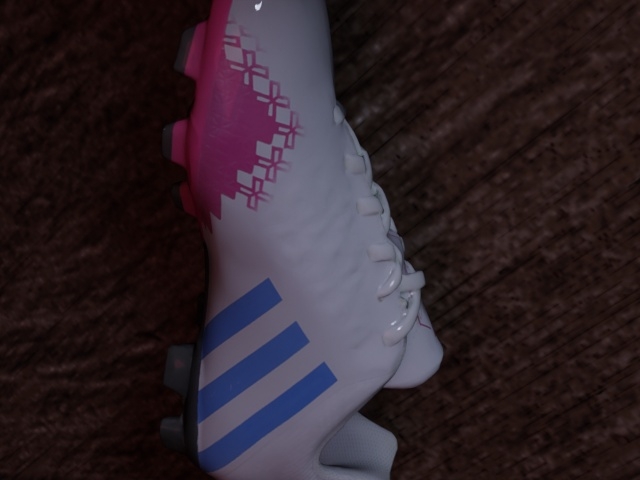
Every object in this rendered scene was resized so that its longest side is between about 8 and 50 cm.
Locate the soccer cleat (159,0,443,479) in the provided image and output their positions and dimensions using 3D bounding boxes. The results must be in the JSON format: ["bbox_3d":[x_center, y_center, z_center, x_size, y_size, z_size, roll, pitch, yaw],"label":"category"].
[{"bbox_3d":[0.000,0.000,0.797,0.143,0.116,0.331,12,129,8],"label":"soccer cleat"}]
